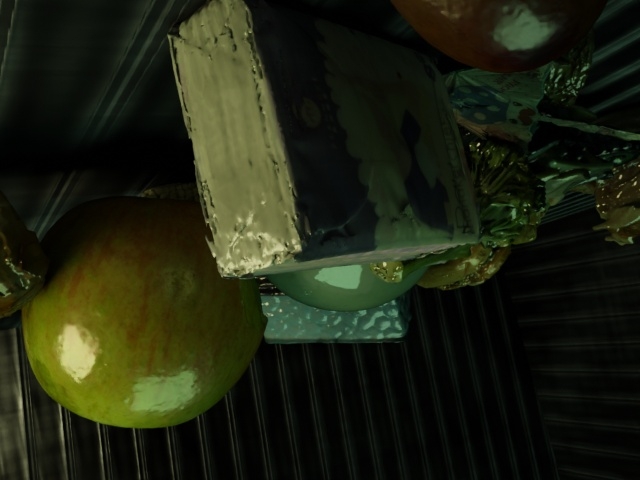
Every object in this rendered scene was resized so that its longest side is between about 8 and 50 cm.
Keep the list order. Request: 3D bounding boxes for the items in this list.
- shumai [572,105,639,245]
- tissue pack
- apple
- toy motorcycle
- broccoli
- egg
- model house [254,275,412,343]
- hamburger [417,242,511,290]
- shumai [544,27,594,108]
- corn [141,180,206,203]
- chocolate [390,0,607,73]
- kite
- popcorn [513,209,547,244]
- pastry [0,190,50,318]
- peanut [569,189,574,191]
[{"bbox_3d":[0.679,-0.116,1.374,0.314,0.262,0.267,-11,151,-16],"label":"shumai"},{"bbox_3d":[0.026,-0.095,0.689,0.125,0.242,0.344,-20,170,36],"label":"tissue pack"},{"bbox_3d":[-0.242,0.098,0.945,0.340,0.339,0.339,-13,172,-2],"label":"apple"},{"bbox_3d":[0.358,-0.146,1.152,0.410,0.168,0.237,5,154,-36],"label":"toy motorcycle"},{"bbox_3d":[0.182,-0.028,0.927,0.304,0.145,0.165,-33,162,-35],"label":"broccoli"},{"bbox_3d":[0.044,-0.025,1.067,0.276,0.276,0.389,-18,168,29],"label":"egg"},{"bbox_3d":[0.000,0.000,1.392,0.360,0.339,0.297,-2,-141,14],"label":"model house"},{"bbox_3d":[0.306,-0.031,1.562,0.158,0.318,0.319,20,155,-30],"label":"hamburger"},{"bbox_3d":[0.273,-0.217,0.815,0.087,0.099,0.124,5,157,4],"label":"shumai"},{"bbox_3d":[-0.195,-0.067,1.115,0.211,0.087,0.087,-15,172,-10],"label":"corn"},{"bbox_3d":[0.118,-0.195,0.442,0.177,0.176,0.177,-13,172,-2],"label":"chocolate"},{"bbox_3d":[0.256,-0.165,0.863,0.314,0.011,0.335,17,171,16],"label":"kite"},{"bbox_3d":[0.456,-0.084,1.701,0.190,0.191,0.253,28,152,-22],"label":"popcorn"},{"bbox_3d":[-0.403,-0.005,0.764,0.100,0.229,0.218,-38,143,-29],"label":"pastry"},{"bbox_3d":[0.644,-0.176,1.603,0.236,0.110,0.120,-10,158,-33],"label":"peanut"}]
